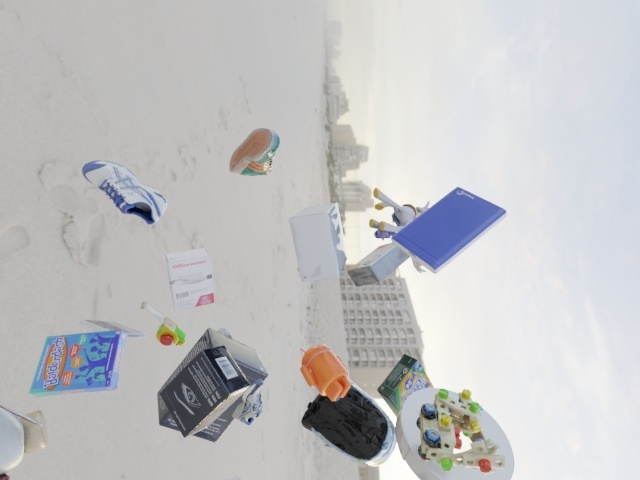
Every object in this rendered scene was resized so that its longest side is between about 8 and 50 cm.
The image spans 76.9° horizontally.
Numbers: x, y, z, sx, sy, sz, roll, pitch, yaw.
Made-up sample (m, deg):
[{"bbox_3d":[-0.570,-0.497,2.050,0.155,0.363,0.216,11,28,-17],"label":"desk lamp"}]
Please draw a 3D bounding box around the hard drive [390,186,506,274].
[{"bbox_3d":[0.426,-0.044,1.356,0.210,0.319,0.040,42,-17,45],"label":"hard drive"}]

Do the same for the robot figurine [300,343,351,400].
[{"bbox_3d":[0.014,0.467,1.458,0.219,0.158,0.128,47,-18,36],"label":"robot figurine"}]

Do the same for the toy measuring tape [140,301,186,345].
[{"bbox_3d":[-0.812,0.437,2.034,0.330,0.122,0.121,54,22,-32],"label":"toy measuring tape"}]

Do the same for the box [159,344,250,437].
[{"bbox_3d":[-0.333,0.430,1.160,0.153,0.207,0.108,50,14,20],"label":"box"}]

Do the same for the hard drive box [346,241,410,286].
[{"bbox_3d":[0.262,0.101,1.792,0.181,0.232,0.089,-21,-79,57],"label":"hard drive box"}]

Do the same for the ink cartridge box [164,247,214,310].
[{"bbox_3d":[-0.561,0.165,1.737,0.100,0.172,0.236,38,-47,55],"label":"ink cartridge box"}]

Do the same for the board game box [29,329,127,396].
[{"bbox_3d":[-0.663,0.338,1.114,0.047,0.211,0.159,87,-3,-55],"label":"board game box"}]

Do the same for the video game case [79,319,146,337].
[{"bbox_3d":[-0.856,0.366,1.668,0.173,0.191,0.022,39,67,-68],"label":"video game case"}]

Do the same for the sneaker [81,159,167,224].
[{"bbox_3d":[-0.680,-0.165,1.398,0.112,0.297,0.130,-43,-149,32],"label":"sneaker"}]

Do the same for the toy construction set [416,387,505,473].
[{"bbox_3d":[0.396,0.555,1.163,0.328,0.215,0.150,-42,144,-80],"label":"toy construction set"}]

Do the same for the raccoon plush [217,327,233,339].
[{"bbox_3d":[-0.571,0.746,2.258,0.445,0.299,0.216,61,-27,-5],"label":"raccoon plush"}]

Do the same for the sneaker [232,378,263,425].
[{"bbox_3d":[-0.158,0.388,0.965,0.052,0.058,0.135,-25,145,-60],"label":"sneaker"}]

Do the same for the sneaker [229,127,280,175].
[{"bbox_3d":[-0.197,-0.290,1.360,0.302,0.121,0.107,-12,-108,55],"label":"sneaker"}]

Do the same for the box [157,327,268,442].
[{"bbox_3d":[-0.487,0.647,1.809,0.395,0.294,0.212,-51,-149,2],"label":"box"}]

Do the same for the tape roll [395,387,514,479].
[{"bbox_3d":[0.447,0.677,1.366,0.391,0.393,0.071,-90,-168,-60],"label":"tape roll"}]

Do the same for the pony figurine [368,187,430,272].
[{"bbox_3d":[0.411,-0.064,1.834,0.302,0.364,0.350,127,-35,-50],"label":"pony figurine"}]

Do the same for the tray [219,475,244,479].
[{"bbox_3d":[-0.321,0.908,1.421,0.145,0.030,0.270,48,3,33],"label":"tray"}]

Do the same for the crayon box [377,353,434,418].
[{"bbox_3d":[0.394,0.674,1.746,0.083,0.203,0.322,14,-37,52],"label":"crayon box"}]

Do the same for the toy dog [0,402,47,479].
[{"bbox_3d":[-0.621,0.371,0.737,0.161,0.220,0.333,53,-18,33],"label":"toy dog"}]

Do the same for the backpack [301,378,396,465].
[{"bbox_3d":[0.149,0.770,1.692,0.290,0.356,0.273,-52,126,-22],"label":"backpack"}]

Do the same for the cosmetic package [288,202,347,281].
[{"bbox_3d":[0.000,0.000,1.411,0.224,0.138,0.223,-50,130,-71],"label":"cosmetic package"}]
